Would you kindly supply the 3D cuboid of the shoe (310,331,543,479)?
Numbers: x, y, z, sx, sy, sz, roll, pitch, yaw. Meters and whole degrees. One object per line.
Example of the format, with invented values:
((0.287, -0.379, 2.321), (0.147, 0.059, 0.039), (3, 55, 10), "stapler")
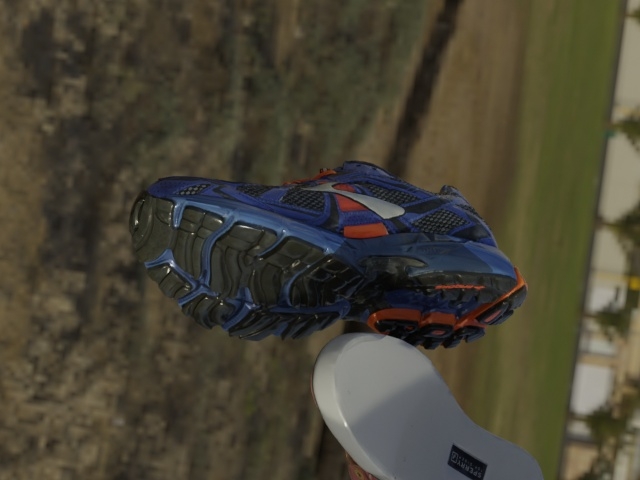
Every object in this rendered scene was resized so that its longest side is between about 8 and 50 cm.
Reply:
((0.034, 0.100, 0.842), (0.178, 0.081, 0.063), (39, 63, -39), "shoe")

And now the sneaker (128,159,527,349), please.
((0.000, 0.000, 0.864), (0.083, 0.221, 0.087), (-51, -139, 36), "sneaker")
